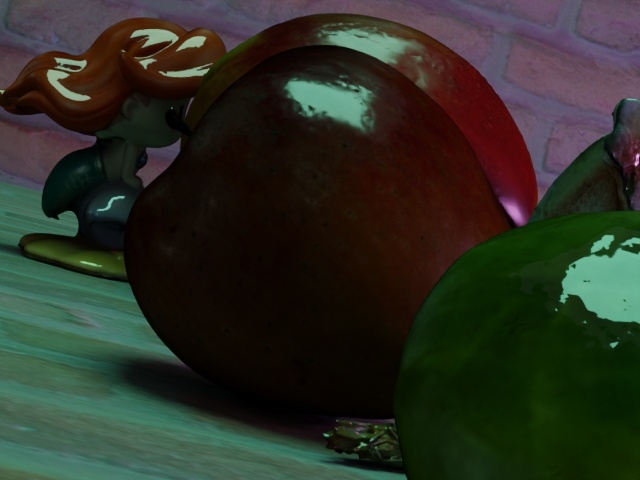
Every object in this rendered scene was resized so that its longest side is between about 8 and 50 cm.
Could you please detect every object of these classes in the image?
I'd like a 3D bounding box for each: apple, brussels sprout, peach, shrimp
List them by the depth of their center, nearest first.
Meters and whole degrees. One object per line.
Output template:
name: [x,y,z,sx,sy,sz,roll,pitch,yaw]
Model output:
brussels sprout: [0.115,0.066,0.546,0.180,0.144,0.161,10,19,-44]
shrimp: [0.057,0.110,0.746,0.114,0.023,0.083,18,2,-36]
apple: [0.000,0.000,0.867,0.234,0.234,0.234,14,2,0]
peach: [0.037,-0.055,1.387,0.332,0.308,0.308,17,2,17]

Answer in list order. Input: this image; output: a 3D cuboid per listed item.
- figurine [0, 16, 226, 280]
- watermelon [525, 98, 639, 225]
figurine: [-0.212,-0.100,1.479,0.208,0.257,0.181,14,1,28]
watermelon: [0.221,0.057,1.206,0.289,0.320,0.213,-9,22,46]
